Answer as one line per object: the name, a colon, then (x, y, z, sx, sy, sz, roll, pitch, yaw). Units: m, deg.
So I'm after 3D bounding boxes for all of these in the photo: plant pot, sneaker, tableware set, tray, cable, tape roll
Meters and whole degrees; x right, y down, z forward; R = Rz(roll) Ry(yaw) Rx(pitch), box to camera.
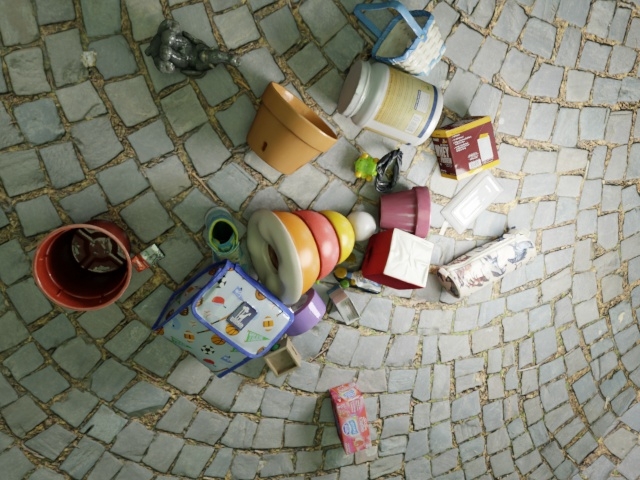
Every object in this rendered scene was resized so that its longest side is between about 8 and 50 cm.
plant pot: (-0.115, -0.362, 1.572, 0.291, 0.291, 0.203, 37, 109, -19)
sneaker: (0.149, 0.151, 1.865, 0.211, 0.080, 0.081, 20, 75, -17)
plant pot: (0.317, -0.108, 1.783, 0.180, 0.201, 0.201, 0, 104, 2)
tableware set: (0.101, 0.108, 1.813, 0.104, 0.024, 0.154, -16, 68, -10)
plant pot: (-0.742, 0.053, 1.508, 0.272, 0.265, 0.272, -4, 105, -14)
tray: (0.636, -0.163, 1.923, 0.270, 0.030, 0.145, -46, 110, 0)
cable: (0.269, -0.266, 1.761, 0.184, 0.047, 0.151, -47, 138, -30)
sneaker: (-0.329, 0.049, 1.640, 0.127, 0.208, 0.319, -20, 108, -10)
tape roll: (-0.078, 0.270, 1.768, 0.189, 0.189, 0.080, -37, 109, -3)

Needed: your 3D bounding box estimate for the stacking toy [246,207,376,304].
stacking toy: (0.000, 0.000, 1.710, 0.480, 0.350, 0.351, -20, 109, -29)

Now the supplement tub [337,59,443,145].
supplement tub: (0.242, -0.485, 1.639, 0.316, 0.228, 0.228, 16, 99, -18)

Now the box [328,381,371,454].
box: (0.126, 0.752, 1.971, 0.122, 0.128, 0.257, -14, 107, -11)

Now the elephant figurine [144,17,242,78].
elephant figurine: (-0.410, -0.593, 1.499, 0.239, 0.186, 0.169, 1, 142, -40)

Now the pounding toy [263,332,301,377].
pounding toy: (-0.150, 0.443, 1.853, 0.130, 0.100, 0.141, -27, 106, 9)

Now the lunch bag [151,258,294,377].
lunch bag: (-0.330, 0.263, 1.612, 0.385, 0.239, 0.328, -34, 115, 27)

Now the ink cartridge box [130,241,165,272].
ink cartridge box: (-0.624, 0.065, 1.665, 0.115, 0.029, 0.063, -35, 109, -4)

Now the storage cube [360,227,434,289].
storage cube: (0.296, 0.076, 1.785, 0.215, 0.193, 0.184, 20, 76, -17)

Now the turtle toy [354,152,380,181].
turtle toy: (0.185, -0.275, 1.763, 0.130, 0.066, 0.095, 18, 100, -18)

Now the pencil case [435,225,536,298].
pencil case: (0.682, 0.093, 1.927, 0.410, 0.160, 0.183, -26, 125, -6)

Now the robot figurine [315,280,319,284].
robot figurine: (-0.033, 0.127, 1.808, 0.115, 0.067, 0.101, -45, 114, 0)

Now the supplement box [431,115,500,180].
supplement box: (0.561, -0.361, 1.802, 0.191, 0.129, 0.194, -22, 108, -8)

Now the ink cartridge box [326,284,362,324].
ink cartridge box: (0.091, 0.255, 1.811, 0.060, 0.180, 0.104, -30, 108, -5)

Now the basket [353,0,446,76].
basket: (0.266, -0.704, 1.586, 0.289, 0.255, 0.201, 26, 98, -37)
